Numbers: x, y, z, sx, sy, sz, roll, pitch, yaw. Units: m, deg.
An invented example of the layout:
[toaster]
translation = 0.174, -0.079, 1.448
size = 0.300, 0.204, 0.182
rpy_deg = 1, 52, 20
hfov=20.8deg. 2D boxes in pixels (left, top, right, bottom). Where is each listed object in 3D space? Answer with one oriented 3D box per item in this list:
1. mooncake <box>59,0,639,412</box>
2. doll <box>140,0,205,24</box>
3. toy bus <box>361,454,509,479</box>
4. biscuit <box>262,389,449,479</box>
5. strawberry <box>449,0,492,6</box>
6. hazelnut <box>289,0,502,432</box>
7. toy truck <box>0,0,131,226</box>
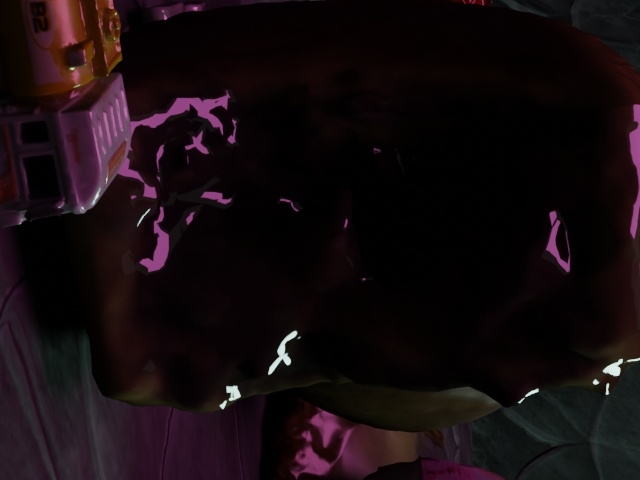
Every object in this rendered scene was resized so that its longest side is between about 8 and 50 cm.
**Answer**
[mooncake]
translation = 0.030, -0.020, 1.190
size = 0.393, 0.394, 0.246
rpy_deg = -32, 129, -43
[doll]
translation = -0.091, -0.091, 1.432
size = 0.183, 0.085, 0.217
rpy_deg = -51, 121, -80
[toy bus]
translation = 0.081, 0.384, 1.672
size = 0.162, 0.171, 0.386
rpy_deg = 33, 63, -24
[biscuit]
translation = 0.045, 0.294, 1.834
size = 0.329, 0.078, 0.335
rpy_deg = 12, 77, -55
[strawberry]
translation = 0.112, -0.291, 2.260
size = 0.205, 0.205, 0.244
rpy_deg = -80, 178, -49
[hazelnut]
translation = 0.074, -0.033, 1.607
size = 0.421, 0.353, 0.421
rpy_deg = 53, -15, 20
[toy truck]
translation = -0.166, -0.120, 0.951
size = 0.098, 0.114, 0.227
rpy_deg = -68, 154, -65
